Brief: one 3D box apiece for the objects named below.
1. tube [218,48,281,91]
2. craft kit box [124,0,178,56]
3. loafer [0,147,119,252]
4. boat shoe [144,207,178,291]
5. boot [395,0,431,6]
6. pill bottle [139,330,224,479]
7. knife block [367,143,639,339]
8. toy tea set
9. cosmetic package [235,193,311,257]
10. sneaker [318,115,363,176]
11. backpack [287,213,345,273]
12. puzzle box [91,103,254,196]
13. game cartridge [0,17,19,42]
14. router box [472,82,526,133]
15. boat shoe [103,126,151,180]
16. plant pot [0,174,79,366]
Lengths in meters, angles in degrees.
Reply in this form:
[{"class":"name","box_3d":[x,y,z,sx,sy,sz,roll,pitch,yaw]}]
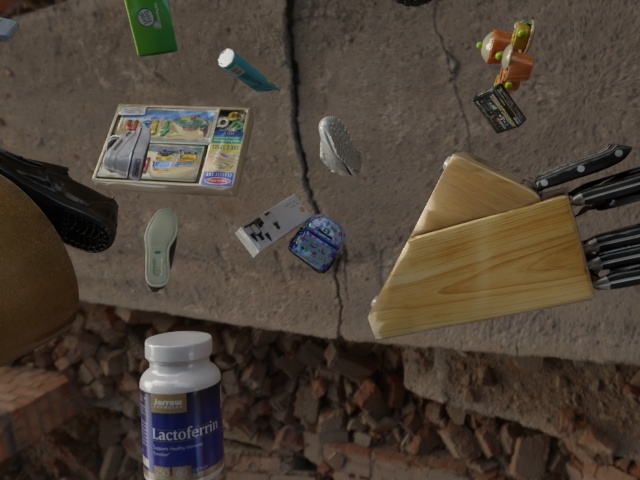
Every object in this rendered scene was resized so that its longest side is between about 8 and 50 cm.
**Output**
[{"class":"tube","box_3d":[-0.195,-0.450,1.466,0.080,0.207,0.052,10,84,29]},{"class":"craft kit box","box_3d":[-0.240,-0.387,0.705,0.060,0.247,0.250,-10,118,-8]},{"class":"loafer","box_3d":[-0.352,-0.061,0.663,0.220,0.078,0.080,32,123,-18]},{"class":"boat shoe","box_3d":[-0.436,0.024,1.458,0.079,0.084,0.233,125,149,-63]},{"class":"boot","box_3d":[0.265,-0.510,0.935,0.347,0.260,0.131,10,93,14]},{"class":"pill bottle","box_3d":[-0.265,0.316,1.027,0.153,0.153,0.265,-1,93,27]},{"class":"knife block","box_3d":[0.208,0.026,0.514,0.242,0.088,0.276,31,110,17]},{"class":"toy tea set","box_3d":[0.488,-0.494,1.457,0.124,0.336,0.200,11,97,7]},{"class":"cosmetic package","box_3d":[-0.145,-0.050,1.699,0.099,0.239,0.060,53,144,0]},{"class":"sneaker","box_3d":[0.034,-0.239,1.417,0.094,0.235,0.090,9,67,27]},{"class":"backpack","box_3d":[0.000,0.000,1.727,0.158,0.117,0.173,38,82,0]},{"class":"puzzle box","box_3d":[-0.408,-0.257,1.505,0.408,0.052,0.272,3,65,9]},{"class":"game cartridge","box_3d":[-0.541,-0.345,0.869,0.083,0.056,0.017,8,142,-10]},{"class":"router box","box_3d":[0.470,-0.346,1.416,0.038,0.092,0.122,-43,102,-11]},{"class":"boat shoe","box_3d":[-0.415,-0.198,1.154,0.084,0.258,0.095,11,104,-18]},{"class":"plant pot","box_3d":[-0.431,0.074,0.540,0.237,0.254,0.237,12,121,20]}]
